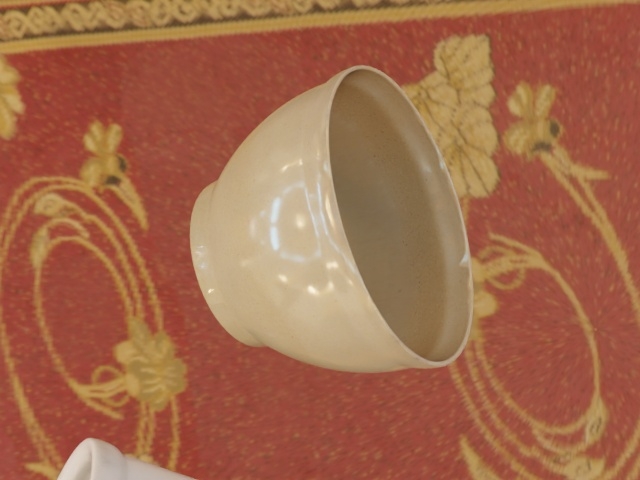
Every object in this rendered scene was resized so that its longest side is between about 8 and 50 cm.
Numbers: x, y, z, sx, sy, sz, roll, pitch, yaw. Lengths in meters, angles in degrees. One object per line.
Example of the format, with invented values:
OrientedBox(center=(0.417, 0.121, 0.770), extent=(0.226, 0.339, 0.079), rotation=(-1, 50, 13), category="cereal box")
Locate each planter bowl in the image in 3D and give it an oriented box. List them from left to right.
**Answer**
OrientedBox(center=(0.000, 0.000, 0.646), extent=(0.109, 0.162, 0.162), rotation=(-17, 82, 27), category="planter bowl")

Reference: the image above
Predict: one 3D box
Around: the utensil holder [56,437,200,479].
OrientedBox(center=(-0.131, 0.433, 1.323), extent=(0.386, 0.327, 0.327), rotation=(22, 91, -15), category="utensil holder")
